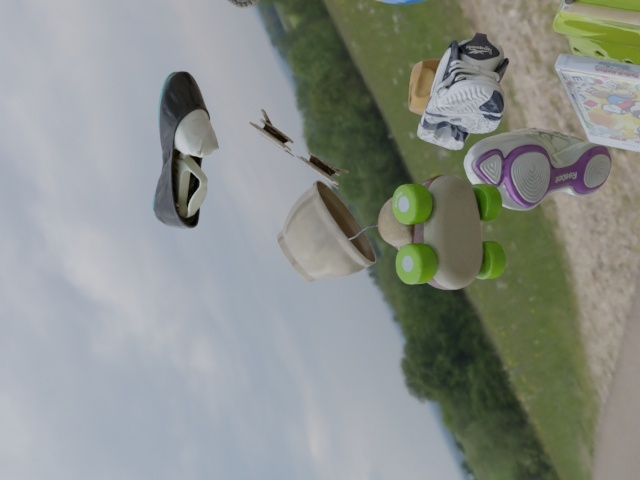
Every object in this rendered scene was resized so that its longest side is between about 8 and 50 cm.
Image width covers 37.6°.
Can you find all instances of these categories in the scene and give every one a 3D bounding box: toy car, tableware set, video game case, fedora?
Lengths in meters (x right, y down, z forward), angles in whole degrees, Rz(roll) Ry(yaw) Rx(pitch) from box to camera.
[{"bbox_3d":[0.127,-0.007,1.268,0.188,0.155,0.149,-6,87,54],"label":"toy car"},{"bbox_3d":[-0.038,-0.170,1.726,0.194,0.039,0.128,36,-179,6],"label":"tableware set"},{"bbox_3d":[0.425,-0.162,1.209,0.206,0.026,0.227,17,168,31],"label":"video game case"},{"bbox_3d":[0.227,-0.316,1.944,0.194,0.079,0.194,-170,90,-83],"label":"fedora"}]

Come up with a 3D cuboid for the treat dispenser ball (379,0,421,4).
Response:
[{"bbox_3d":[0.140,-0.549,1.603,0.288,0.288,0.288,-23,-90,-86],"label":"treat dispenser ball"}]

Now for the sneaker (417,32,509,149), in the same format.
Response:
[{"bbox_3d":[0.201,-0.218,1.250,0.235,0.094,0.153,92,-164,-82],"label":"sneaker"}]

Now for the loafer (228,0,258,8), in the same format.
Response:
[{"bbox_3d":[-0.198,-0.527,1.696,0.268,0.102,0.092,46,-144,-1],"label":"loafer"}]

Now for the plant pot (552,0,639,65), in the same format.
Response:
[{"bbox_3d":[0.493,-0.358,1.401,0.228,0.227,0.207,25,-177,43],"label":"plant pot"}]

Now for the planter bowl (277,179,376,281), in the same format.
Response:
[{"bbox_3d":[0.000,0.000,1.513,0.162,0.109,0.162,50,-167,-16],"label":"planter bowl"}]

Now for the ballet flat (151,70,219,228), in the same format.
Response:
[{"bbox_3d":[-0.218,-0.141,1.571,0.096,0.095,0.280,30,128,29],"label":"ballet flat"}]

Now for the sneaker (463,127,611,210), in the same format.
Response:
[{"bbox_3d":[0.318,-0.119,1.487,0.152,0.305,0.114,28,113,47],"label":"sneaker"}]
